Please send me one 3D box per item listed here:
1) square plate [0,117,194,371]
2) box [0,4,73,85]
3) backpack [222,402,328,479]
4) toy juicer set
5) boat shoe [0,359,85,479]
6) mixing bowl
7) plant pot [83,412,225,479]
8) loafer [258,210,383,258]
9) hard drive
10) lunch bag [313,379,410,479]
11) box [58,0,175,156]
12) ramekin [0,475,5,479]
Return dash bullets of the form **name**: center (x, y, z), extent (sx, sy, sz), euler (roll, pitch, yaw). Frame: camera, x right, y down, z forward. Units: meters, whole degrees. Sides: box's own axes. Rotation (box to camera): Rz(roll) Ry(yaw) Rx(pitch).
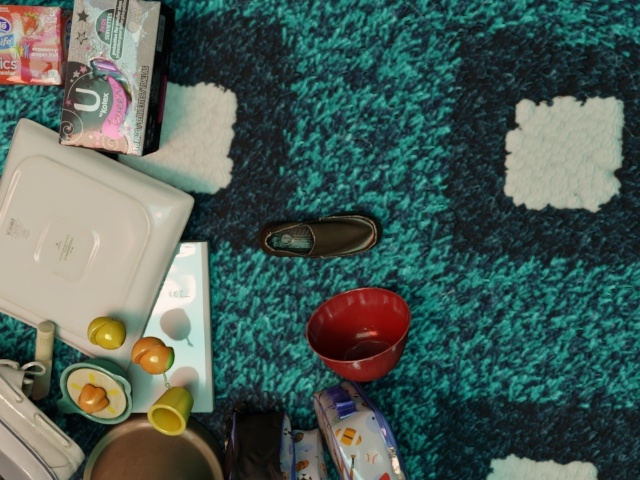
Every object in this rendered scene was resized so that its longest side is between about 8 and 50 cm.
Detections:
- **square plate**: center (-0.433, 0.013, 1.580), extent (0.344, 0.049, 0.347), euler (25, 102, 6)
- **box**: center (-0.538, -0.324, 1.523), extent (0.257, 0.122, 0.128), euler (2, 99, 1)
- **backpack**: center (-0.084, 0.453, 1.582), extent (0.213, 0.276, 0.263), euler (4, 112, 2)
- **toy juicer set**: center (-0.385, 0.226, 1.549), extent (0.329, 0.089, 0.209), euler (4, 123, 17)
- **boat shoe**: center (-0.533, 0.259, 1.539), extent (0.367, 0.156, 0.136), euler (41, 138, 9)
- **mixing bowl**: center (0.075, 0.176, 1.580), extent (0.181, 0.181, 0.098), euler (-14, 127, 4)
- **plant pot**: center (-0.301, 0.450, 1.587), extent (0.263, 0.229, 0.263), euler (0, 98, 1)
- **loafer**: center (0.000, 0.000, 1.583), extent (0.220, 0.078, 0.080), euler (-8, 99, 3)
- **hard drive**: center (-0.295, 0.153, 1.634), extent (0.203, 0.040, 0.307), euler (-1, 99, 2)
- **lunch bag**: center (0.075, 0.357, 1.523), extent (0.115, 0.303, 0.243), euler (-19, 97, -8)
- **box**: center (-0.333, -0.272, 1.506), extent (0.142, 0.163, 0.247), euler (8, 99, -1)
- **ramekin**: center (-0.601, 0.416, 1.606), extent (0.109, 0.207, 0.207), euler (-14, 98, -6)
